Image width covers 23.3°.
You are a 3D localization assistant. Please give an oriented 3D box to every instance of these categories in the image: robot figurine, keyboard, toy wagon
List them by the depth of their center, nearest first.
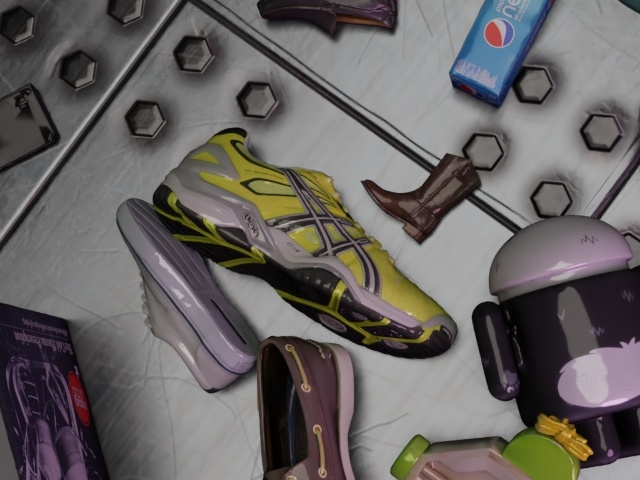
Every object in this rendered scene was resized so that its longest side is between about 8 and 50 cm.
[{"bbox_3d":[0.189,0.322,1.696,0.267,0.068,0.344,36,114,10],"label":"toy wagon"},{"bbox_3d":[0.285,0.111,1.725,0.174,0.209,0.278,-17,82,22],"label":"robot figurine"},{"bbox_3d":[-0.424,-0.131,1.919,0.180,0.023,0.108,-27,87,3],"label":"keyboard"}]

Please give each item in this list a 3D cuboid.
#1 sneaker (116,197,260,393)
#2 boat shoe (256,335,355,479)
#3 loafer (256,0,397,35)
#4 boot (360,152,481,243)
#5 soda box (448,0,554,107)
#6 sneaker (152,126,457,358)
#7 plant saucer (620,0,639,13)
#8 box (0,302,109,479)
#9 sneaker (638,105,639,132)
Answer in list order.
[{"bbox_3d":[-0.176,0.067,1.829,0.091,0.094,0.258,-44,69,23],"label":"sneaker"},{"bbox_3d":[-0.020,0.261,1.731,0.097,0.117,0.324,15,61,-33],"label":"boat shoe"},{"bbox_3d":[0.009,-0.277,1.861,0.170,0.062,0.061,-6,87,8],"label":"loafer"},{"bbox_3d":[0.120,-0.070,1.832,0.106,0.037,0.114,43,93,-3],"label":"boot"},{"bbox_3d":[0.227,-0.267,1.825,0.067,0.071,0.210,27,87,10],"label":"soda box"},{"bbox_3d":[0.000,0.000,1.791,0.385,0.145,0.147,32,69,2],"label":"sneaker"},{"bbox_3d":[0.454,-0.409,1.828,0.318,0.044,0.317,-1,83,8],"label":"plant saucer"},{"bbox_3d":[-0.365,0.244,1.704,0.179,0.343,0.312,-17,82,5],"label":"box"},{"bbox_3d":[0.525,-0.221,1.726,0.210,0.137,0.365,34,90,-5],"label":"sneaker"}]
